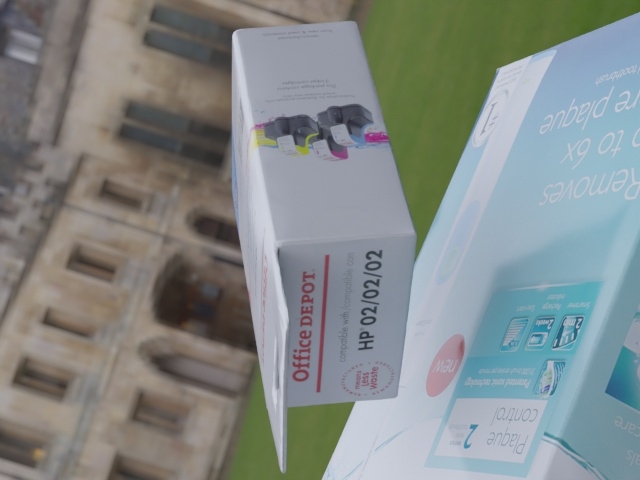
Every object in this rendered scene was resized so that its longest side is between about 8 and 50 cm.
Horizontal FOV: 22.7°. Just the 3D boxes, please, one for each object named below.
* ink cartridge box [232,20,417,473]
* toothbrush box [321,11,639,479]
[{"bbox_3d":[0.000,0.000,0.700,0.104,0.061,0.181,93,170,-45],"label":"ink cartridge box"},{"bbox_3d":[0.123,0.055,0.722,0.295,0.126,0.216,-66,18,-13],"label":"toothbrush box"}]
